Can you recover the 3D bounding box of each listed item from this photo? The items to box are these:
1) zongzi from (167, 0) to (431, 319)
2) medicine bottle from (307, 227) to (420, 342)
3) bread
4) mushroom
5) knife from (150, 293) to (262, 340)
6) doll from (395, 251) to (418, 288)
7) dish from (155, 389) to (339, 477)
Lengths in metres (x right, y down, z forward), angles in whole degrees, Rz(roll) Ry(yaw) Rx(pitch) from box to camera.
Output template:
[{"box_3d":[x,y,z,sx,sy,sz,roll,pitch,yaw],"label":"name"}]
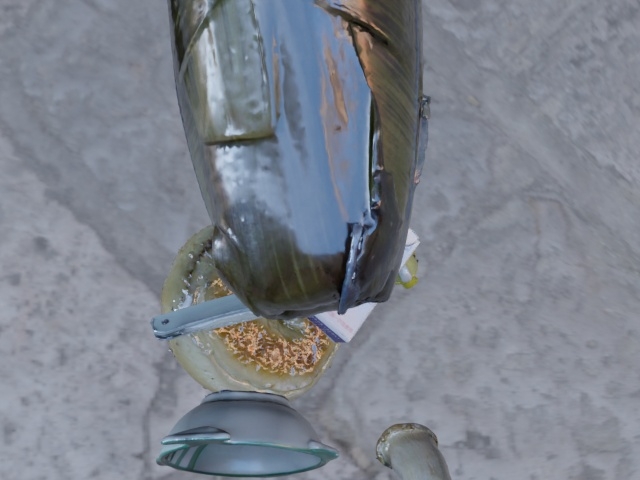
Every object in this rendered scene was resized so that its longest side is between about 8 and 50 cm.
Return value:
[{"box_3d":[-0.037,-0.174,0.937,0.208,0.432,0.403,-5,65,11],"label":"zongzi"},{"box_3d":[0.000,0.000,1.539,0.201,0.052,0.171,42,73,-15],"label":"medicine bottle"},{"box_3d":[-0.106,0.104,1.919,0.159,0.306,0.305,-4,80,58],"label":"bread"},{"box_3d":[0.125,0.301,1.546,0.071,0.084,0.209,-53,23,17],"label":"mushroom"},{"box_3d":[-0.119,0.087,1.482,0.162,0.023,0.044,-15,45,-1],"label":"knife"},{"box_3d":[0.085,-0.006,1.687,0.062,0.162,0.106,-31,38,-4],"label":"doll"},{"box_3d":[-0.095,0.220,1.472,0.224,0.246,0.078,-6,69,18],"label":"dish"}]
